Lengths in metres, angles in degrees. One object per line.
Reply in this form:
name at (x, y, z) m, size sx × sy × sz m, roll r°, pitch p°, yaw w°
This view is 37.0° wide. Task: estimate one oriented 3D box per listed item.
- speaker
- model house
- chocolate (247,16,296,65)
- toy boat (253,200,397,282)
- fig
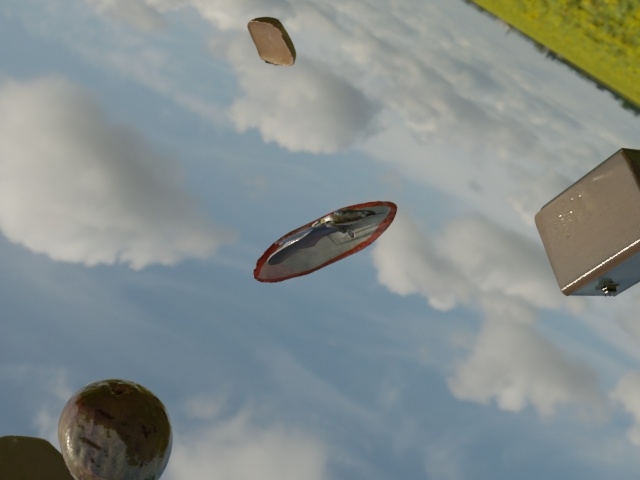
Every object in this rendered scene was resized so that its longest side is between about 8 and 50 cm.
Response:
speaker at (0.519, -0.026, 1.651) m, size 0.153 × 0.231 × 0.192 m, roll 3°, pitch -121°, yaw -35°
model house at (-0.357, 0.375, 1.198) m, size 0.229 × 0.188 × 0.122 m, roll 28°, pitch -153°, yaw 27°
chocolate at (-0.070, -0.297, 1.402) m, size 0.065 × 0.031 × 0.100 m, roll 11°, pitch 157°, yaw 22°
toy boat at (-0.018, 0.010, 1.331) m, size 0.071 × 0.219 × 0.318 m, roll 64°, pitch -153°, yaw 2°
fig at (-0.204, 0.214, 0.944) m, size 0.109 × 0.154 × 0.103 m, roll 16°, pitch -163°, yaw 17°
